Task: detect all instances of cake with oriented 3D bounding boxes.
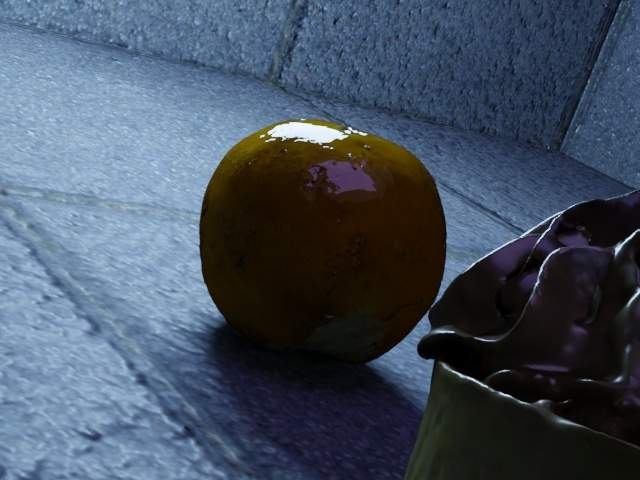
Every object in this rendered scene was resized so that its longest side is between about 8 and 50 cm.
[{"bbox_3d":[0.228,0.103,0.740,0.332,0.321,0.332,17,0,0],"label":"cake"}]

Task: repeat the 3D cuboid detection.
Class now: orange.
[{"bbox_3d":[0.000,0.000,1.097,0.240,0.240,0.240,19,15,-5],"label":"orange"}]
